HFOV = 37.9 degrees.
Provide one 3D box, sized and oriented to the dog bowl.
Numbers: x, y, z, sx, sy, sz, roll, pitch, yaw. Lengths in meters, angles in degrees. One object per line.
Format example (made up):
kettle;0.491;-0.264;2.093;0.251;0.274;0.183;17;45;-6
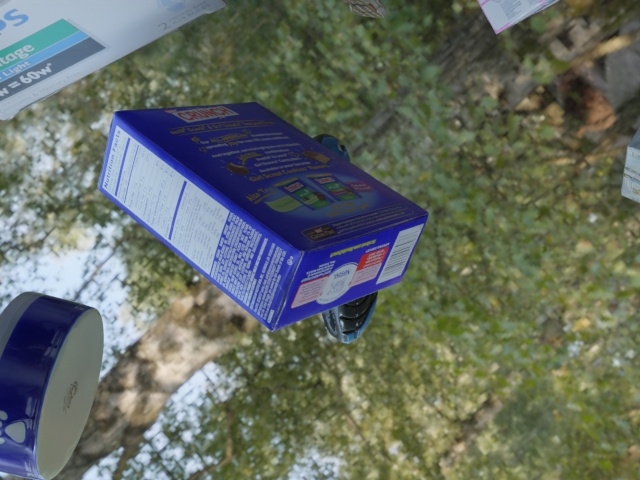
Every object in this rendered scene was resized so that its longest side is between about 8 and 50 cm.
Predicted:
dog bowl;-0.414;0.214;1.375;0.104;0.265;0.265;13;-160;3

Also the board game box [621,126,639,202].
board game box;0.530;-0.078;1.249;0.224;0.097;0.303;31;180;18

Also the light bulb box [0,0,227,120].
light bulb box;-0.358;-0.401;1.148;0.361;0.358;0.225;69;-168;15

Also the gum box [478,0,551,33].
gum box;0.277;-0.321;1.103;0.107;0.188;0.062;-30;-88;-28

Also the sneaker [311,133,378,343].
sneaker;0.000;0.000;1.504;0.125;0.139;0.341;-26;-72;-54

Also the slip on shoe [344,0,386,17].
slip on shoe;0.058;-0.342;1.294;0.051;0.041;0.135;12;-178;24

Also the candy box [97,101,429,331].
candy box;-0.071;-0.048;1.155;0.317;0.122;0.268;37;-150;26
